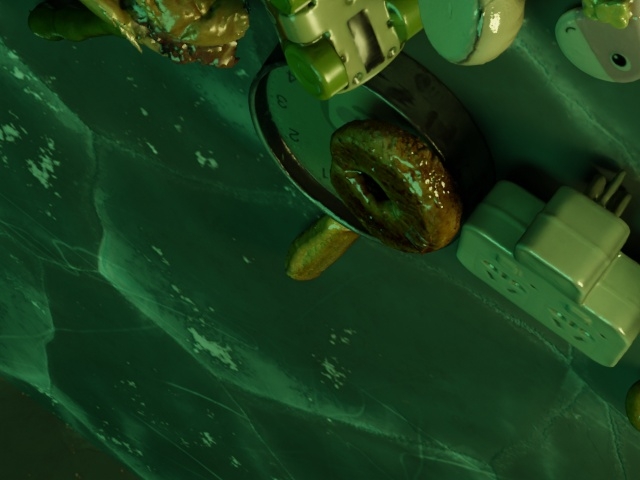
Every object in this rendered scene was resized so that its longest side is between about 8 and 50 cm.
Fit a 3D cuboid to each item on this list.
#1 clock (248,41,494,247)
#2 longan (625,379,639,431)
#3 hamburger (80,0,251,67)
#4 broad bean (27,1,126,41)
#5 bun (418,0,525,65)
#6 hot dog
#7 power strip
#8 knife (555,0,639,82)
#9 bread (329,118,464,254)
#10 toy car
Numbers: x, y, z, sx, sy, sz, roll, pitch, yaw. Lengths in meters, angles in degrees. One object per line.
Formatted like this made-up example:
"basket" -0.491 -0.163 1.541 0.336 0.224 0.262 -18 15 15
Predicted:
"clock" 0.056 -0.114 2.092 0.319 0.066 0.319 29 152 17
"longan" 0.409 0.197 2.136 0.075 0.075 0.083 40 112 -2
"hamburger" -0.210 -0.335 1.980 0.155 0.245 0.282 -14 78 63
"broad bean" -0.306 -0.285 2.297 0.256 0.052 0.052 6 100 44
"bun" 0.161 -0.242 1.740 0.138 0.094 0.138 37 132 55
"hot dog" 0.000 0.000 2.354 0.066 0.047 0.216 5 159 -16
"power strip" 0.281 0.009 1.969 0.229 0.141 0.261 35 167 10
"knife" 0.261 -0.280 1.613 0.132 0.038 0.399 21 148 26
"bread" 0.086 -0.063 2.000 0.193 0.064 0.193 35 153 21
"toy car" -0.020 -0.282 1.874 0.235 0.145 0.235 47 163 19
